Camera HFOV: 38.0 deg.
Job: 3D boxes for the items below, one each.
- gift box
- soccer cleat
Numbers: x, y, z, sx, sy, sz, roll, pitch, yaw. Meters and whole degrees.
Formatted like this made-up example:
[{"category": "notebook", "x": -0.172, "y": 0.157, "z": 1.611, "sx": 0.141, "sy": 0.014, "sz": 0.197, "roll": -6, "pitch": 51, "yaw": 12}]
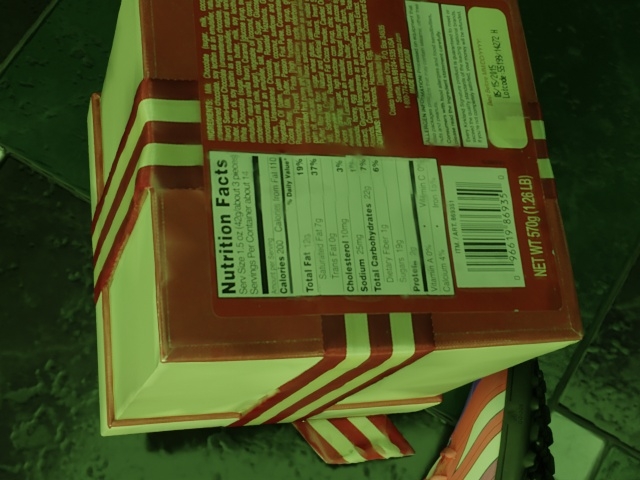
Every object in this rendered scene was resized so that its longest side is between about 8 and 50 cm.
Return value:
[{"category": "gift box", "x": 0.000, "y": 0.000, "z": 0.576, "sx": 0.277, "sy": 0.258, "sz": 0.255, "roll": 5, "pitch": 70, "yaw": -19}, {"category": "soccer cleat", "x": 0.078, "y": 0.211, "z": 0.589, "sx": 0.117, "sy": 0.108, "sz": 0.318, "roll": 3, "pitch": 66, "yaw": 25}]
